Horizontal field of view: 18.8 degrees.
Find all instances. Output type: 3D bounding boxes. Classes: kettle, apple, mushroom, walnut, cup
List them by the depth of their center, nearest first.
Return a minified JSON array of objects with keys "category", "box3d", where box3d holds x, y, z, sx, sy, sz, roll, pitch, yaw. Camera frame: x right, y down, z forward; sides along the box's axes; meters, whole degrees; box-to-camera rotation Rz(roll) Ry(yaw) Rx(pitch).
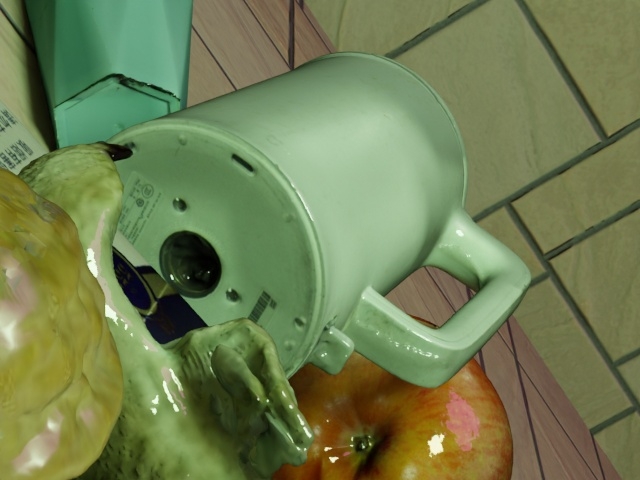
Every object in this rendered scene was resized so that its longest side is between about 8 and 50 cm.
[{"category":"walnut","box3d":[-0.185,0.058,0.848,0.213,0.213,0.213,55,12,-19]},{"category":"mushroom","box3d":[-0.100,0.117,0.989,0.130,0.247,0.344,-18,78,-38]},{"category":"kettle","box3d":[-0.003,-0.015,1.437,0.318,0.265,0.205,-31,124,-63]},{"category":"apple","box3d":[0.051,0.160,1.545,0.209,0.209,0.164,63,19,17]},{"category":"cup","box3d":[-0.164,-0.155,1.581,0.134,0.148,0.236,17,31,-22]}]

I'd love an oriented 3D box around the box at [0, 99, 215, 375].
[{"category":"box","box3d":[-0.162,0.029,1.202,0.259,0.071,0.168,46,13,-7]}]
